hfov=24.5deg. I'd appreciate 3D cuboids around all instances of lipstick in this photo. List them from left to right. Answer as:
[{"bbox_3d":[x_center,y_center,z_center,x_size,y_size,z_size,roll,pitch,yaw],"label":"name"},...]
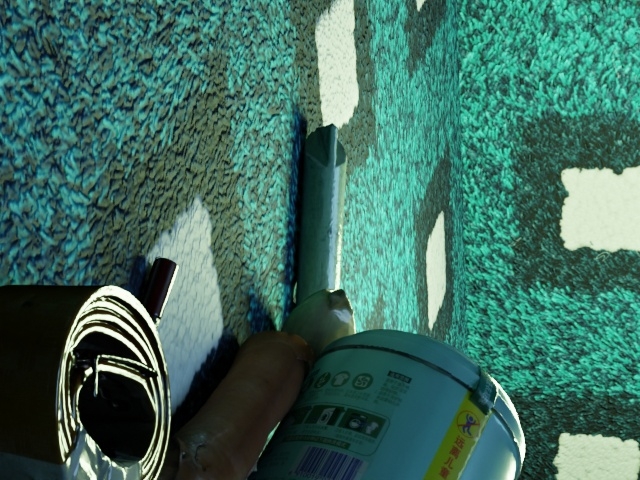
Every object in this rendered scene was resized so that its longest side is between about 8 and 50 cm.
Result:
[{"bbox_3d":[-0.170,0.095,1.411,0.027,0.027,0.176,73,26,-53],"label":"lipstick"}]

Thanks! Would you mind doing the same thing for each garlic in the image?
[{"bbox_3d":[-0.007,0.143,1.889,0.087,0.101,0.196,-117,-162,-56],"label":"garlic"}]

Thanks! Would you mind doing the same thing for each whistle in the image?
[{"bbox_3d":[0.000,0.000,1.978,0.062,0.062,0.312,12,81,-75],"label":"whistle"}]

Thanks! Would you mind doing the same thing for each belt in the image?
[{"bbox_3d":[-0.199,0.130,1.159,0.261,0.105,0.184,44,48,-75],"label":"belt"}]

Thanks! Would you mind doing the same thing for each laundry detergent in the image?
[{"bbox_3d":[0.075,0.278,1.742,0.305,0.287,0.287,-57,150,-35],"label":"laundry detergent"}]

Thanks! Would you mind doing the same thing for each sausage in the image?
[{"bbox_3d":[-0.098,0.198,1.574,0.419,0.094,0.094,-47,154,-68],"label":"sausage"}]
